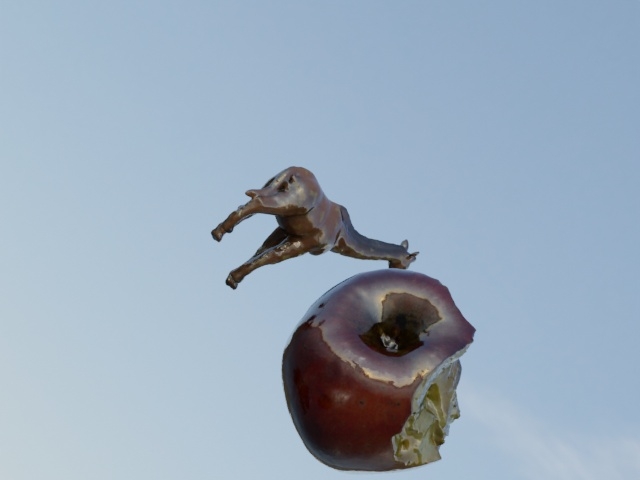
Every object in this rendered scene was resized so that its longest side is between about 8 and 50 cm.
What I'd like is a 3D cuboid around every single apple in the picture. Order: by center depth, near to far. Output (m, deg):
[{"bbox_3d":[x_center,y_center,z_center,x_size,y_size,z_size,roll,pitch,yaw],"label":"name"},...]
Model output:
[{"bbox_3d":[0.042,0.110,1.195,0.158,0.147,0.156,92,-4,-50],"label":"apple"}]

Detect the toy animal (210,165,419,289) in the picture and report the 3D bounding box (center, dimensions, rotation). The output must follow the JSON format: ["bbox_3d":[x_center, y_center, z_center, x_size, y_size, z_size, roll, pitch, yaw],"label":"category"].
[{"bbox_3d":[0.000,0.000,1.709,0.066,0.229,0.224,44,-26,46],"label":"toy animal"}]

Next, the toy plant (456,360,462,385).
[{"bbox_3d":[0.074,0.129,1.678,0.200,0.143,0.105,-165,-113,-66],"label":"toy plant"}]
